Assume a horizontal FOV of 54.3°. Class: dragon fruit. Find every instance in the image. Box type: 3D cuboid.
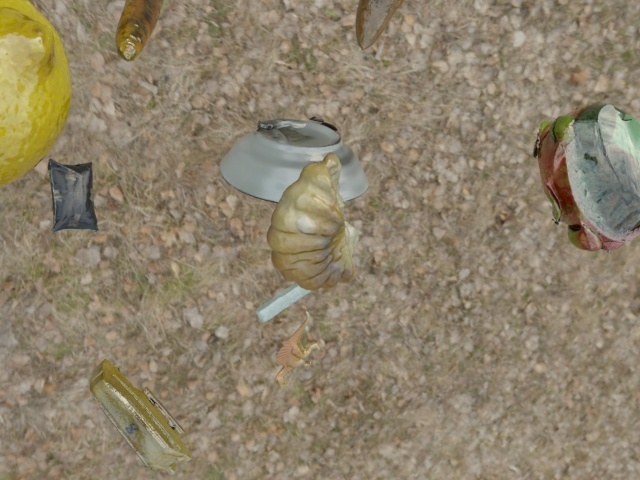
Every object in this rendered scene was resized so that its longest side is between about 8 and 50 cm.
[{"bbox_3d":[0.490,-0.123,1.090,0.268,0.130,0.295,10,70,-22],"label":"dragon fruit"}]

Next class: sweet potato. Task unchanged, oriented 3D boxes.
[{"bbox_3d":[0.145,-0.474,1.012,0.114,0.092,0.341,36,95,-29],"label":"sweet potato"}]

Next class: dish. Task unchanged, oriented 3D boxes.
[{"bbox_3d":[-0.047,-0.181,1.282,0.317,0.316,0.106,-7,123,-26],"label":"dish"}]

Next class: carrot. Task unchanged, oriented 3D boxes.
[{"bbox_3d":[-0.295,-0.373,1.023,0.066,0.314,0.066,-4,131,-5],"label":"carrot"}]

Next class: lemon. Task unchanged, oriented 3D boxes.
[{"bbox_3d":[-0.313,-0.129,0.518,0.187,0.244,0.186,26,59,-56],"label":"lemon"}]

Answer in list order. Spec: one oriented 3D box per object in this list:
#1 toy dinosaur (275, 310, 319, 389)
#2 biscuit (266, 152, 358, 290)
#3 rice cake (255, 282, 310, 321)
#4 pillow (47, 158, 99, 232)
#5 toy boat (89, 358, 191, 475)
[{"bbox_3d":[-0.079,0.293,1.698,0.142,0.057,0.212,-30,127,-25],"label":"toy dinosaur"},{"bbox_3d":[0.000,0.000,0.710,0.118,0.061,0.183,-34,141,-20],"label":"biscuit"},{"bbox_3d":[-0.064,0.117,1.344,0.171,0.029,0.033,-33,111,-13],"label":"rice cake"},{"bbox_3d":[-0.499,-0.088,1.254,0.090,0.048,0.150,-5,85,-24],"label":"pillow"},{"bbox_3d":[-0.307,0.298,1.066,0.068,0.088,0.226,-42,87,18],"label":"toy boat"}]
